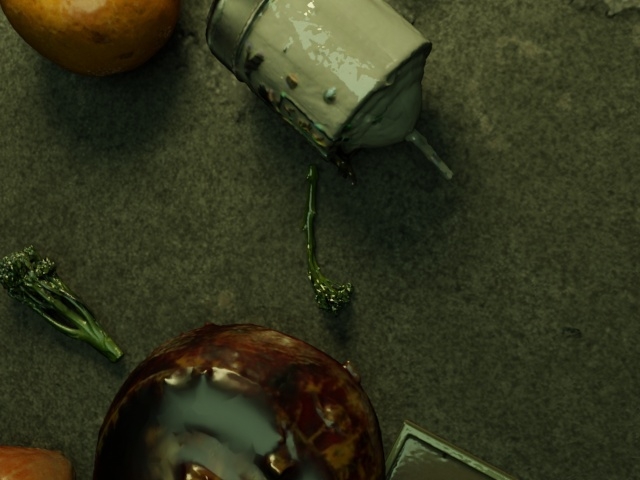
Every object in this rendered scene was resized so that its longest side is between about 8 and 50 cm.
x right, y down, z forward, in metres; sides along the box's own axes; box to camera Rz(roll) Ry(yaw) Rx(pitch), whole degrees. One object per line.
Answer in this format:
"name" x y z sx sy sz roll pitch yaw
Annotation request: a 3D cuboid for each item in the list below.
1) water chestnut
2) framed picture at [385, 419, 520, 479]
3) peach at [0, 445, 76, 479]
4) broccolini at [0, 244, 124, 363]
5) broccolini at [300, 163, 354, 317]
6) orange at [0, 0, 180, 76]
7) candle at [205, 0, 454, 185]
"water chestnut" -0.095 0.260 0.761 0.350 0.302 0.351 1 96 11
"framed picture" 0.188 0.384 0.863 0.289 0.020 0.211 26 95 7
"peach" -0.412 0.364 0.885 0.232 0.232 0.233 0 92 9
"broccolini" -0.341 0.088 0.932 0.202 0.068 0.091 43 111 -10
"broccolini" -0.006 0.003 0.873 0.052 0.054 0.194 -15 87 28
"orange" -0.273 -0.309 0.841 0.224 0.170 0.224 -1 76 2
"candle" 0.032 -0.188 0.790 0.330 0.187 0.187 44 98 4
